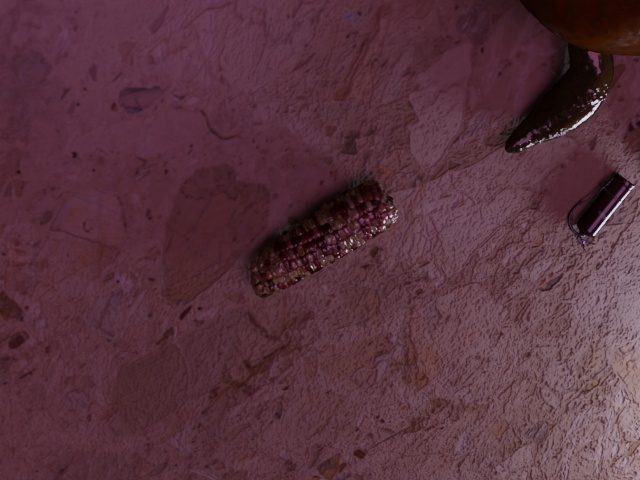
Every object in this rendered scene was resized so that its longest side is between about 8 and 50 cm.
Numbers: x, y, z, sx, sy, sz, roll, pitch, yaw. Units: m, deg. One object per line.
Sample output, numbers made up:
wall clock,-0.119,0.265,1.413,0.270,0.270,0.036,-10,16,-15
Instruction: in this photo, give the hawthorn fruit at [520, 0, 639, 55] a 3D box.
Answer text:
hawthorn fruit,0.471,-0.446,1.389,0.402,0.403,0.403,-8,119,-15

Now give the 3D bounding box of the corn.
corn,0.000,0.000,1.603,0.290,0.098,0.098,-33,122,3

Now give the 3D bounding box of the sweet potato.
sweet potato,0.441,-0.274,1.612,0.124,0.098,0.310,23,110,-5

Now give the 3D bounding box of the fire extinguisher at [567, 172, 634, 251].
fire extinguisher,0.533,-0.060,1.790,0.078,0.045,0.157,35,103,-2
